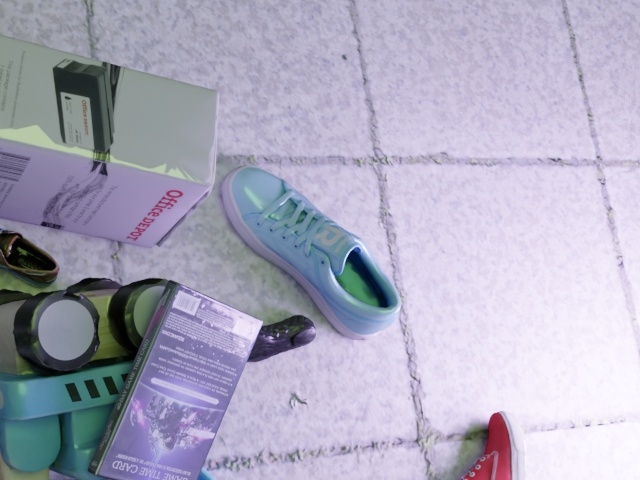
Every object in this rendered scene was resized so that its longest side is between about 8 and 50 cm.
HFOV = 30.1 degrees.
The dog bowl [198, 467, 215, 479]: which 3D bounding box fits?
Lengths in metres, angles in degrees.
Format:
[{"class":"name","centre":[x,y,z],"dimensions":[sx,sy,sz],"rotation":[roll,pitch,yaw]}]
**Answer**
[{"class":"dog bowl","centre":[-0.244,0.444,1.707],"dimensions":[0.166,0.074,0.297],"rotation":[35,62,-12]}]

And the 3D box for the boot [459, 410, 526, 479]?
[{"class":"boot","centre":[0.247,0.386,1.965],"dimensions":[0.176,0.088,0.244],"rotation":[5,52,-2]}]

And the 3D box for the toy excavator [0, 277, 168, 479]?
[{"class":"toy excavator","centre":[-0.382,0.288,1.623],"dimensions":[0.432,0.222,0.445],"rotation":[-7,92,-38]}]

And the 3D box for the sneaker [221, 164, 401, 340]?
[{"class":"sneaker","centre":[0.000,0.000,1.938],"dimensions":[0.366,0.150,0.135],"rotation":[44,59,-6]}]

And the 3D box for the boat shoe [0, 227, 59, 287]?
[{"class":"boat shoe","centre":[-0.468,0.008,1.754],"dimensions":[0.183,0.066,0.066],"rotation":[22,64,-18]}]

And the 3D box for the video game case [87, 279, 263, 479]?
[{"class":"video game case","centre":[-0.195,0.210,1.647],"dimensions":[0.196,0.026,0.274],"rotation":[30,81,-51]}]

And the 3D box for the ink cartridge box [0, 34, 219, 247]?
[{"class":"ink cartridge box","centre":[-0.377,-0.137,1.723],"dimensions":[0.394,0.285,0.166],"rotation":[12,67,-22]}]

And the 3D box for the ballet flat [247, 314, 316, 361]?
[{"class":"ballet flat","centre":[-0.088,0.158,1.909],"dimensions":[0.173,0.049,0.058],"rotation":[-9,119,-27]}]
